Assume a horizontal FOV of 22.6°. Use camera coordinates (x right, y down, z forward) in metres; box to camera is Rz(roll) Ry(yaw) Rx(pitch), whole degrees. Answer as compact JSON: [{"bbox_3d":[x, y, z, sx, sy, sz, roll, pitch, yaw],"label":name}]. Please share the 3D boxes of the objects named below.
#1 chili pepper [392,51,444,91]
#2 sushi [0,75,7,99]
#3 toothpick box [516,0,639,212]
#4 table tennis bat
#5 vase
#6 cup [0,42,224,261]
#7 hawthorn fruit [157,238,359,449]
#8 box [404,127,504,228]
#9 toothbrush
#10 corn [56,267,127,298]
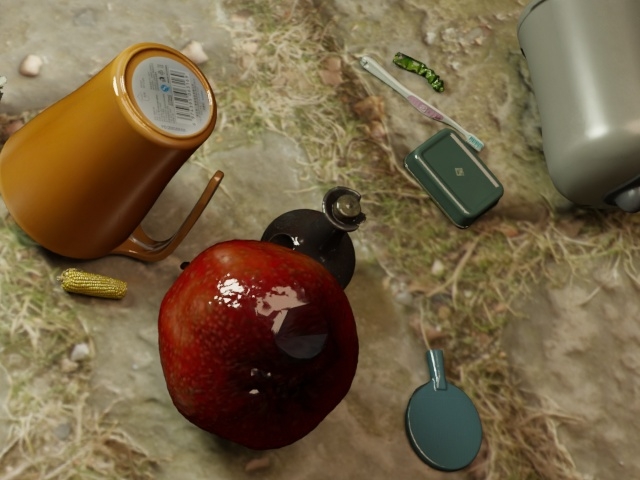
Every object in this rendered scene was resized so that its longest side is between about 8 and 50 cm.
[{"bbox_3d":[0.137,-0.230,2.172,0.083,0.022,0.027,32,22,-4],"label":"chili pepper"},{"bbox_3d":[-0.476,-0.113,1.833,0.193,0.040,0.210,13,61,-9],"label":"sushi"},{"bbox_3d":[0.398,-0.184,2.134,0.229,0.229,0.316,3,63,-22],"label":"toothpick box"},{"bbox_3d":[0.147,0.205,1.942,0.100,0.019,0.155,3,64,-22],"label":"table tennis bat"},{"bbox_3d":[0.000,0.000,1.889,0.120,0.183,0.120,11,59,-19],"label":"vase"},{"bbox_3d":[-0.220,-0.089,1.808,0.226,0.264,0.182,42,46,-11],"label":"cup"},{"bbox_3d":[-0.091,0.093,1.789,0.210,0.230,0.266,-10,41,-41],"label":"hawthorn fruit"},{"bbox_3d":[0.178,-0.084,2.102,0.091,0.031,0.126,-35,82,-33],"label":"box"},{"bbox_3d":[0.137,-0.184,2.149,0.204,0.017,0.022,37,36,-2],"label":"toothbrush"},{"bbox_3d":[-0.264,0.050,1.842,0.083,0.027,0.028,11,75,-21],"label":"corn"}]
